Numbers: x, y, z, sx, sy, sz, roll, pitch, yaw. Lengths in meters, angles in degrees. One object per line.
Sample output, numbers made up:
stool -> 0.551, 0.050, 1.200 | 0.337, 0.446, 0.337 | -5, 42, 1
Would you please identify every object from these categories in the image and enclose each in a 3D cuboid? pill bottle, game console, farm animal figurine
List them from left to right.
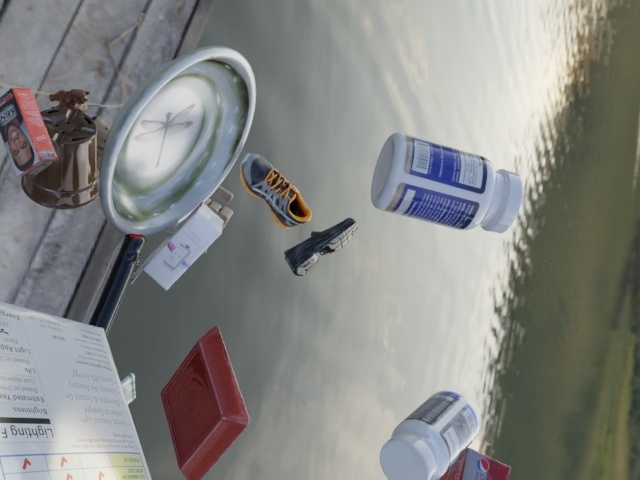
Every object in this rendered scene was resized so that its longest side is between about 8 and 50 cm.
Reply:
game console -> -0.392, 0.183, 1.103 | 0.060, 0.342, 0.387 | 23, 76, -18
farm animal figurine -> -0.566, -0.210, 1.598 | 0.327, 0.172, 0.331 | 69, 15, -57
pill bottle -> 0.135, 0.246, 0.792 | 0.137, 0.078, 0.078 | -19, 114, -51
pill bottle -> 0.243, -0.104, 1.241 | 0.153, 0.264, 0.153 | -166, -90, -80

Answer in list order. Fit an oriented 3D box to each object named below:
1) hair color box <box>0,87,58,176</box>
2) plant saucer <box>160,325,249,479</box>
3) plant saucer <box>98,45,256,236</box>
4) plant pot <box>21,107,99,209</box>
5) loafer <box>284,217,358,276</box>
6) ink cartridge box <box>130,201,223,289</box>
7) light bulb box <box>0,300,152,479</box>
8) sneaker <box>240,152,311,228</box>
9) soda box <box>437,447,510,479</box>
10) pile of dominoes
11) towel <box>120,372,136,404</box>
hair color box -> -0.533, -0.194, 1.153 | 0.043, 0.071, 0.141 | -18, 84, -62
plant saucer -> -0.273, 0.364, 1.424 | 0.047, 0.259, 0.258 | 12, 128, -40
plant saucer -> -0.284, -0.197, 1.217 | 0.400, 0.100, 0.401 | -49, 162, -22
plant pot -> -0.549, -0.182, 1.373 | 0.167, 0.166, 0.165 | -47, 164, -49
loafer -> 0.000, 0.000, 1.322 | 0.170, 0.061, 0.062 | -34, 150, -9
ink cartridge box -> -0.286, 0.022, 1.290 | 0.067, 0.198, 0.115 | 44, 7, -13
light bulb box -> -0.374, 0.270, 0.690 | 0.361, 0.225, 0.358 | 63, 9, 24
sneaker -> -0.094, -0.112, 1.416 | 0.215, 0.083, 0.084 | 49, 59, -33
soda box -> 0.268, 0.486, 1.268 | 0.084, 0.092, 0.263 | -64, -179, -29
pile of dominoes -> -0.342, -0.102, 1.574 | 0.196, 0.251, 0.040 | -54, -174, 29
towel -> -0.548, 0.421, 1.673 | 0.152, 0.023, 0.113 | -37, 150, -40
